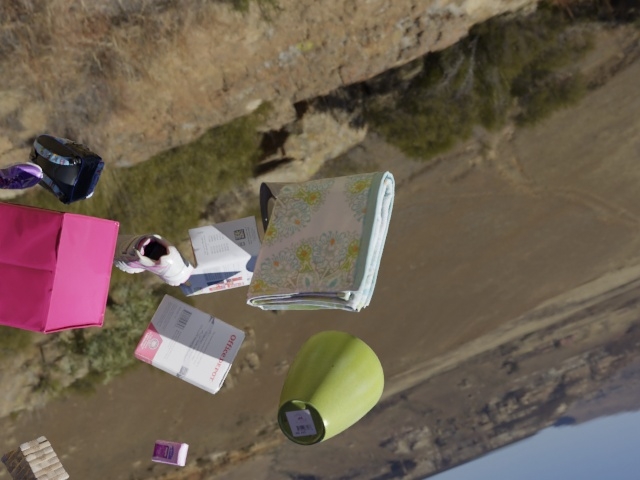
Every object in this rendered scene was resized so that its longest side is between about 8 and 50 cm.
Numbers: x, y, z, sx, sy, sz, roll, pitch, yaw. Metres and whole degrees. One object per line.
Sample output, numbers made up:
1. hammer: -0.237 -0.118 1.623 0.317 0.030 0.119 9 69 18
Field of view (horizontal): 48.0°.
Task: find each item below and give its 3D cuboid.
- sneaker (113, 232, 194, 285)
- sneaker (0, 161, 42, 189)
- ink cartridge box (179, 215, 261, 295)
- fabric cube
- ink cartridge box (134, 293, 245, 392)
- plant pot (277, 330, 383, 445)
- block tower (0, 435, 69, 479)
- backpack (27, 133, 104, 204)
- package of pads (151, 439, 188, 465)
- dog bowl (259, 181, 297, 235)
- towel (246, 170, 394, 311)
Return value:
1. sneaker: -0.444 0.024 1.818 0.252 0.103 0.111 13 147 21
2. sneaker: -0.741 -0.141 1.691 0.170 0.068 0.071 -12 -156 -28
3. ink cartridge box: -0.319 0.057 2.236 0.271 0.130 0.309 -12 163 -8
4. fabric cube: -0.633 0.055 1.579 0.258 0.259 0.254 9 177 9
5. ink cartridge box: -0.408 0.329 2.252 0.283 0.207 0.117 27 159 -3
6. plant pot: 0.004 0.432 1.988 0.274 0.275 0.293 -30 -176 26
7. block tower: -0.711 0.679 1.903 0.097 0.335 0.091 -47 163 23
8. backpack: -0.694 -0.202 1.935 0.158 0.173 0.117 -64 164 22
9. package of pads: -0.353 0.498 1.686 0.083 0.050 0.032 0 159 27
10. dog bowl: -0.088 -0.016 2.160 0.102 0.349 0.349 -14 162 -15
11. towel: 0.000 0.000 1.748 0.320 0.374 0.090 -2 146 30
